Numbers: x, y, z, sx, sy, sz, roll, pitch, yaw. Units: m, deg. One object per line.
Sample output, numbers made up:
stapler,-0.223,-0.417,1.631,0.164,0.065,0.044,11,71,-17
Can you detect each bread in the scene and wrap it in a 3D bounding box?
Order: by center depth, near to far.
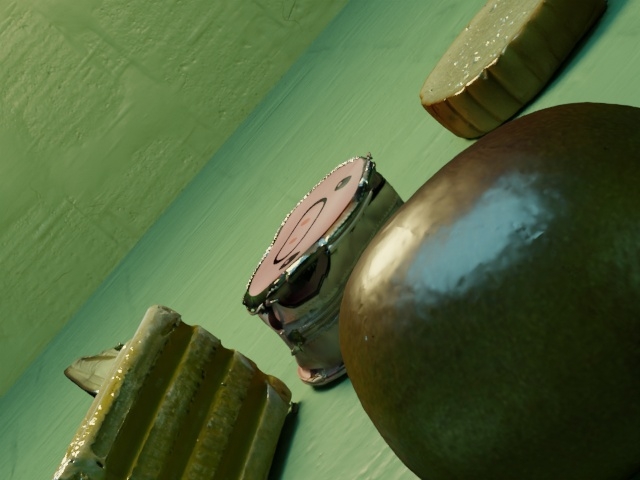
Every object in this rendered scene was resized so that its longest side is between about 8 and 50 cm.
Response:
bread,0.211,-0.215,1.316,0.236,0.070,0.236,-46,14,15

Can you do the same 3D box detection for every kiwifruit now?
kiwifruit,0.125,0.032,0.624,0.234,0.196,0.196,-48,13,11

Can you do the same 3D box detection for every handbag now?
handbag,0.016,0.029,1.151,0.205,0.116,0.179,-54,15,-25

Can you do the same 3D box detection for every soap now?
soap,-0.130,0.191,1.048,0.089,0.173,0.274,-51,9,28

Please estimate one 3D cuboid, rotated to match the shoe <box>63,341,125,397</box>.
shoe,-0.305,0.202,1.767,0.098,0.103,0.275,-51,19,-14
